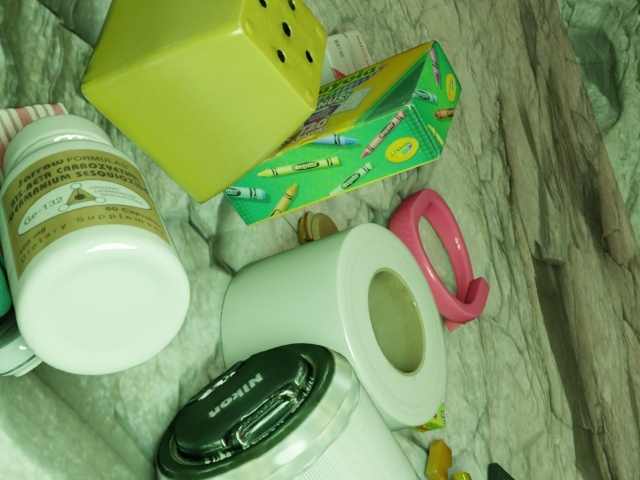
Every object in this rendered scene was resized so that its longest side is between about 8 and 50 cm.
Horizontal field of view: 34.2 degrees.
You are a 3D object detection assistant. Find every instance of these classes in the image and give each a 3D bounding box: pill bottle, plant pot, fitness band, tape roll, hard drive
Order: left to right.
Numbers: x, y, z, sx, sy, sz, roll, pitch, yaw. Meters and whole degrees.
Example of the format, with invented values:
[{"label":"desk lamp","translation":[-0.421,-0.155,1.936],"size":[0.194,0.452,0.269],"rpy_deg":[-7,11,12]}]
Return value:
[{"label":"pill bottle","translation":[-0.197,-0.008,0.860],"size":[0.131,0.131,0.229],"rpy_deg":[43,10,-40]},{"label":"plant pot","translation":[-0.112,-0.207,1.192],"size":[0.212,0.187,0.212],"rpy_deg":[46,37,-37]},{"label":"tape roll","translation":[0.021,0.117,1.240],"size":[0.246,0.169,0.246],"rpy_deg":[36,43,-44]},{"label":"fitness band","translation":[0.190,0.026,1.648],"size":[0.209,0.054,0.291],"rpy_deg":[59,21,-7]},{"label":"hard drive","translation":[0.309,0.431,1.680],"size":[0.135,0.022,0.094],"rpy_deg":[45,38,-37]}]

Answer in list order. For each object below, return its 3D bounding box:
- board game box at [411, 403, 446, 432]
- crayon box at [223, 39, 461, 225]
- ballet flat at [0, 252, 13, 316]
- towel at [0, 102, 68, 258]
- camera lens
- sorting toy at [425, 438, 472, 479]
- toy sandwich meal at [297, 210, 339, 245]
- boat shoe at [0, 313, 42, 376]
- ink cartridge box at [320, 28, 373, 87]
[{"label":"board game box","translation":[0.133,0.179,1.514],"size":[0.092,0.043,0.181],"rpy_deg":[30,49,-50]},{"label":"crayon box","translation":[0.024,-0.130,1.279],"size":[0.081,0.279,0.165],"rpy_deg":[57,32,-24]},{"label":"ballet flat","translation":[-0.332,-0.038,0.839],"size":[0.087,0.083,0.247],"rpy_deg":[-30,97,-46]},{"label":"towel","translation":[-0.281,-0.054,0.985],"size":[0.197,0.029,0.144],"rpy_deg":[-26,96,-63]},{"label":"camera lens","translation":[-0.015,0.258,1.042],"size":[0.274,0.219,0.219],"rpy_deg":[59,31,-19]},{"label":"sorting toy","translation":[0.170,0.442,1.434],"size":[0.229,0.041,0.307],"rpy_deg":[50,35,-24]},{"label":"toy sandwich meal","translation":[0.000,0.000,1.418],"size":[0.085,0.029,0.085],"rpy_deg":[43,38,-46]},{"label":"boat shoe","translation":[-0.216,0.073,0.955],"size":[0.075,0.083,0.226],"rpy_deg":[61,30,-14]},{"label":"ink cartridge box","translation":[0.026,-0.260,1.584],"size":[0.135,0.056,0.099],"rpy_deg":[-32,101,-59]}]
